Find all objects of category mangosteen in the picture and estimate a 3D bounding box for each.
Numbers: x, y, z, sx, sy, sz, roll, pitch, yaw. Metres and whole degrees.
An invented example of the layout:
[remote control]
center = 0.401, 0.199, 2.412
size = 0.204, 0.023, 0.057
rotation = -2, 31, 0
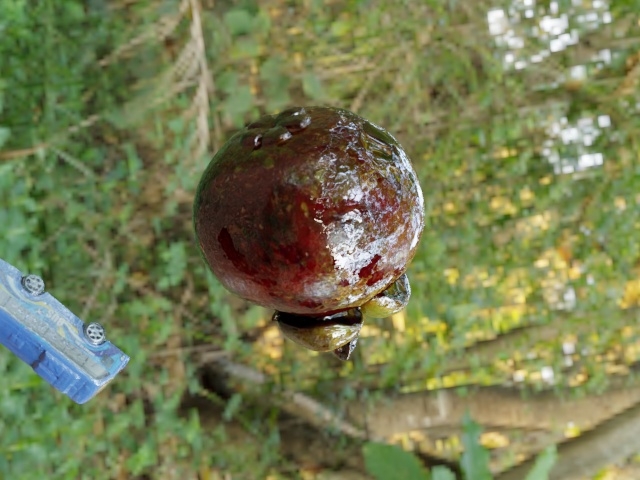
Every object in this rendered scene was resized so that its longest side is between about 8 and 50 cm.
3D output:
[mangosteen]
center = 0.000, 0.000, 1.241
size = 0.215, 0.215, 0.257
rotation = -96, 166, -60

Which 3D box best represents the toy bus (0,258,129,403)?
[toy bus]
center = -0.245, 0.080, 1.159
size = 0.051, 0.153, 0.061
rotation = -43, -170, 43
